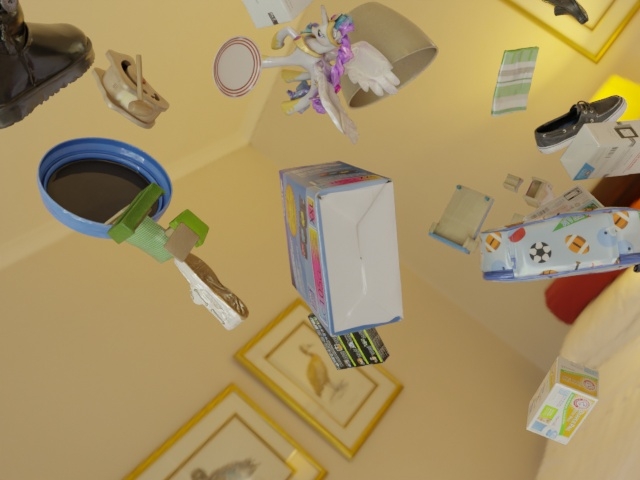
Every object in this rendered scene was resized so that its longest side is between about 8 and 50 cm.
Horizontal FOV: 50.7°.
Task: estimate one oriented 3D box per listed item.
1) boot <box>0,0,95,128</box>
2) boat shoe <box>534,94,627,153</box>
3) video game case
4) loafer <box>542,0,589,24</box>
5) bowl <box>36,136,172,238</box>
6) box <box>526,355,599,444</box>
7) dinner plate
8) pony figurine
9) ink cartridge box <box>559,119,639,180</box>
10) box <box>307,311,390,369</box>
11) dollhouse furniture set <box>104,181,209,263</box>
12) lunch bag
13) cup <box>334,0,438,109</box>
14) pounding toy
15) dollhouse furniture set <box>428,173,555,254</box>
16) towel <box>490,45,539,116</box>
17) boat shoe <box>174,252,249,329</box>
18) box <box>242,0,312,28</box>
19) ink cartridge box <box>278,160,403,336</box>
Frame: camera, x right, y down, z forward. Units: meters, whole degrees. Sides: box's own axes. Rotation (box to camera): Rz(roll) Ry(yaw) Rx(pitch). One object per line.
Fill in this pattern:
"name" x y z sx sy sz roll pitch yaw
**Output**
"boot" -0.573 -0.477 1.189 0.367 0.146 0.445 -79 -17 -51
"boat shoe" 0.621 -0.295 1.625 0.228 0.076 0.080 -26 38 16
"video game case" 0.553 -0.037 1.481 0.157 0.143 0.019 -31 -31 -8
"loafer" 0.634 -0.603 1.746 0.062 0.170 0.061 24 -55 -37
"bowl" -0.648 -0.160 2.036 0.391 0.391 0.077 -40 -17 -48
"box" 0.630 0.417 1.757 0.103 0.114 0.203 -60 -14 -49
"dinner plate" -0.191 -0.395 1.538 0.141 0.017 0.141 -25 -53 -38
"pony figurine" 0.007 -0.464 1.877 0.363 0.351 0.303 -7 43 46
"ink cartridge box" 0.585 -0.181 1.344 0.180 0.060 0.104 -7 -34 -20
"box" 0.077 0.267 1.895 0.184 0.191 0.045 -21 12 41
"dollhouse furniture set" -0.457 0.006 1.755 0.301 0.197 0.151 -24 31 49
"lunch bag" 0.446 0.016 1.240 0.243 0.303 0.115 18 -114 -74
"cup" 0.171 -0.606 2.129 0.331 0.237 0.331 -29 -5 -3
"pounding toy" -0.457 -0.397 1.725 0.155 0.270 0.154 -44 -33 19
"dollhouse furniture set" 0.536 -0.074 2.108 0.198 0.303 0.286 26 -90 -53
"towel" 0.443 -0.360 1.531 0.113 0.023 0.152 -17 -52 -31
"boat shoe" -0.333 0.148 1.941 0.096 0.277 0.098 -43 -1 19
"box" -0.092 -0.587 1.451 0.182 0.119 0.181 -52 -53 -30
"ink cartridge box" 0.023 -0.007 1.350 0.395 0.151 0.270 -136 39 -72
